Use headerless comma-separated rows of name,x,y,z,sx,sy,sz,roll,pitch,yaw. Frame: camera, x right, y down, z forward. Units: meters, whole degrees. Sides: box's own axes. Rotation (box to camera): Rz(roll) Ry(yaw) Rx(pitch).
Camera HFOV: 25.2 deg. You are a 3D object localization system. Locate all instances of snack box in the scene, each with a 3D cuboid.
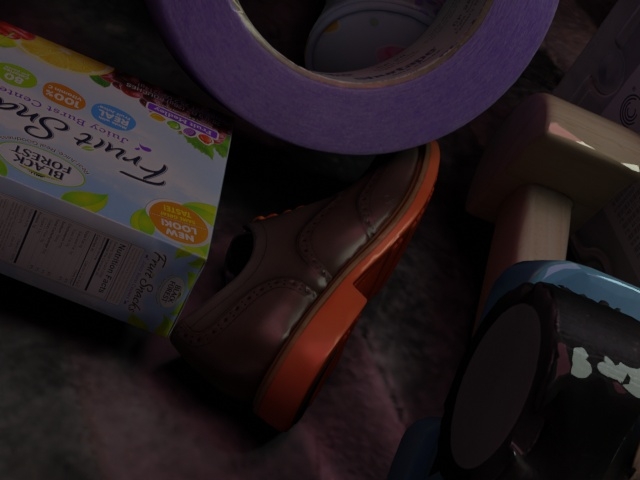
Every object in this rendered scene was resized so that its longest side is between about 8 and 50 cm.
snack box,-0.164,-0.049,0.859,0.207,0.070,0.174,22,31,-10

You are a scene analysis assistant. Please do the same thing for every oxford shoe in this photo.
oxford shoe,0.000,0.000,0.915,0.098,0.097,0.271,29,41,6

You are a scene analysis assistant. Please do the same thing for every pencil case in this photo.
pencil case,0.060,-0.211,1.131,0.113,0.124,0.273,49,33,-29

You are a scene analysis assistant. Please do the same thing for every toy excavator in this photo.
toy excavator,0.134,0.104,0.821,0.222,0.445,0.432,22,83,-13

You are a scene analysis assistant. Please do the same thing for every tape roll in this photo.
tape roll,0.019,-0.197,0.937,0.275,0.274,0.090,18,7,-15

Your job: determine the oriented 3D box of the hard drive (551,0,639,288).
hard drive,0.271,-0.026,0.995,0.064,0.237,0.339,5,48,-28
